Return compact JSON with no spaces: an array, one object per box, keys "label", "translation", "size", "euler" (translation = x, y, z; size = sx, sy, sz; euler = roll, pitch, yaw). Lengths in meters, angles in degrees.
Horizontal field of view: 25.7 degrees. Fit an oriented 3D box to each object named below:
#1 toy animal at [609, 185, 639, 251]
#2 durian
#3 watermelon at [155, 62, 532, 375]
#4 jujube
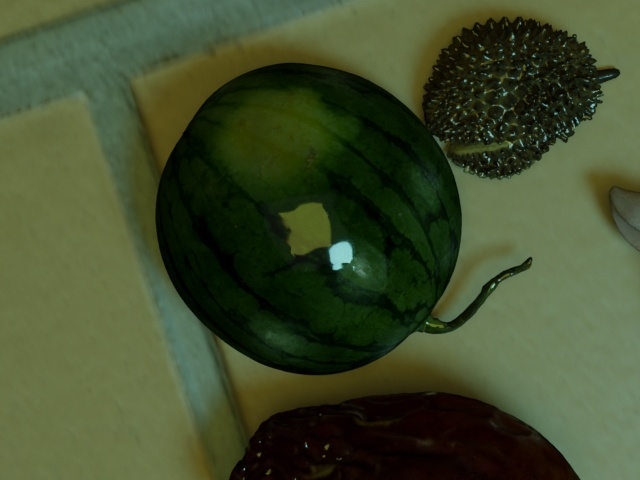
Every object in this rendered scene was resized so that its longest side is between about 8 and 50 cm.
[{"label":"toy animal","translation":[0.283,0.032,0.920],"size":[0.124,0.124,0.212],"euler":[-41,94,5]},{"label":"durian","translation":[0.139,-0.101,0.946],"size":[0.140,0.071,0.110],"euler":[-14,92,-1]},{"label":"watermelon","translation":[-0.007,-0.004,0.930],"size":[0.204,0.127,0.232],"euler":[-39,92,10]},{"label":"jujube","translation":[0.056,0.180,0.931],"size":[0.236,0.168,0.168],"euler":[13,94,18]}]
